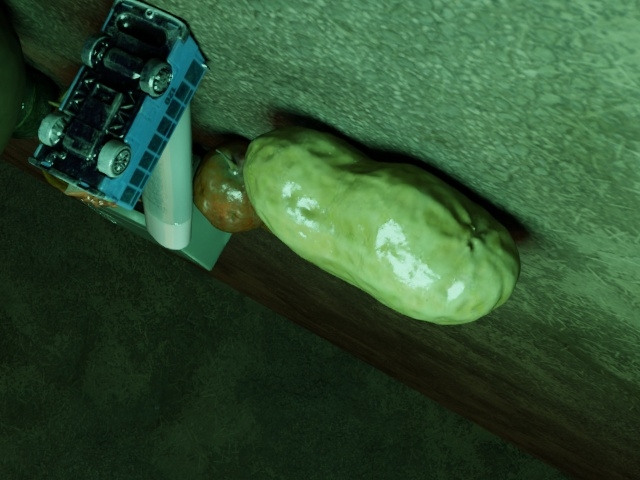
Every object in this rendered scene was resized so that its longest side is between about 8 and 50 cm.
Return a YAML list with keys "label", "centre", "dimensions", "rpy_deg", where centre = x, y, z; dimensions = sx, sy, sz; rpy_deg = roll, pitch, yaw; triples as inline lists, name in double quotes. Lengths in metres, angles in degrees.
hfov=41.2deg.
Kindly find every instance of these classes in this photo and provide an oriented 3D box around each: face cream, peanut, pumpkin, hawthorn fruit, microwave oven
- label: "face cream"
  centre: [-0.239, -0.115, 1.313]
  dimensions: [0.107, 0.073, 0.269]
  rpy_deg: [47, 144, 37]
- label: "peanut"
  centre: [0.065, -0.024, 1.075]
  dimensions: [0.387, 0.169, 0.192]
  rpy_deg: [26, 163, 16]
- label: "pumpkin"
  centre: [-0.622, -0.284, 1.688]
  dimensions: [0.211, 0.152, 0.211]
  rpy_deg: [10, 163, 3]
- label: "hawthorn fruit"
  centre: [-0.125, -0.091, 1.353]
  dimensions: [0.149, 0.149, 0.189]
  rpy_deg: [33, 154, -17]
- label: "microwave oven"
  centre: [-0.324, -0.103, 1.662]
  dimensions: [0.295, 0.181, 0.237]
  rpy_deg: [23, 169, 30]

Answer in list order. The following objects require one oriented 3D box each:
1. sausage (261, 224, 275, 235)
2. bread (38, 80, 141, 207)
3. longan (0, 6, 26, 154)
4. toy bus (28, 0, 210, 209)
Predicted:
- label: "sausage"
  centre: [0.001, -0.001, 1.572]
  dimensions: [0.302, 0.076, 0.103]
  rpy_deg: [33, 168, -18]
- label: "bread"
  centre: [-0.362, -0.165, 1.410]
  dimensions: [0.224, 0.212, 0.142]
  rpy_deg: [26, 173, 21]
- label: "longan"
  centre: [-0.657, -0.249, 1.292]
  dimensions: [0.404, 0.404, 0.436]
  rpy_deg: [32, 135, -14]
- label: "toy bus"
  centre: [-0.243, -0.167, 1.062]
  dimensions: [0.116, 0.234, 0.133]
  rpy_deg: [26, 176, 16]
